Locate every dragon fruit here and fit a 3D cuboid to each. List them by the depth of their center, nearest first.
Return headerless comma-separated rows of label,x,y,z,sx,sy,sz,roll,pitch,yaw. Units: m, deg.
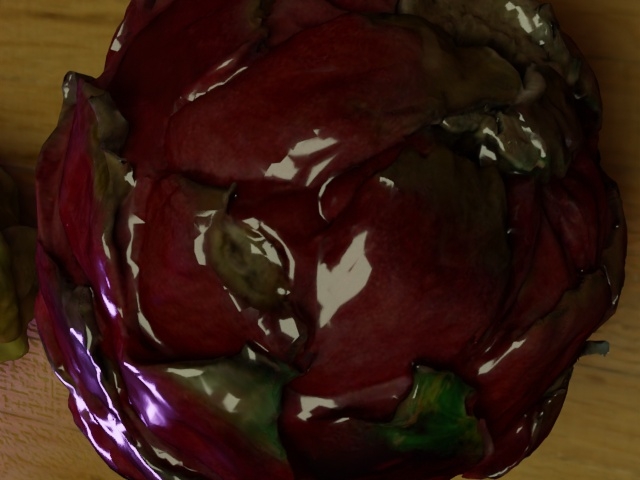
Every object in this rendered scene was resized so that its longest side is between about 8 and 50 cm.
dragon fruit,-0.001,0.002,0.808,0.329,0.329,0.329,7,108,23

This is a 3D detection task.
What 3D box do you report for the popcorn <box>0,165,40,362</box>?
popcorn,-0.307,0.018,1.018,0.259,0.259,0.212,-41,71,29
